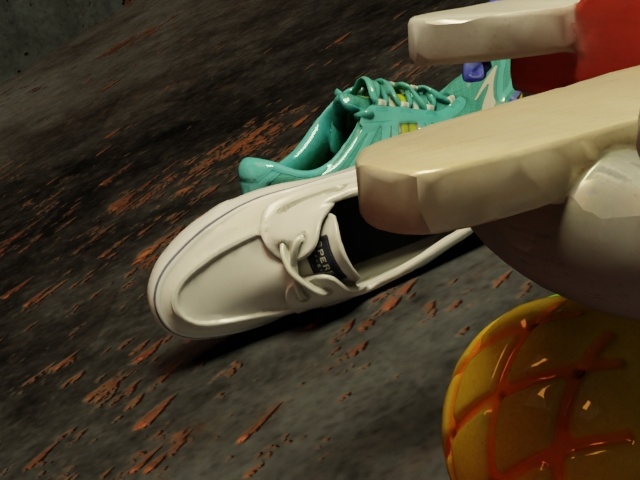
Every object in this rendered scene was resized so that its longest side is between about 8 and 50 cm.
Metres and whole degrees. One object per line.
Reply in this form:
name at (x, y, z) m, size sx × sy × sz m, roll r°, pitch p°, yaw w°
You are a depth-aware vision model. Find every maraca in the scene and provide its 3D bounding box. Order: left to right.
maraca at (0.117, 0.092, 0.582) m, size 0.127 × 0.099 × 0.186 m, roll -58°, pitch 34°, yaw 11°

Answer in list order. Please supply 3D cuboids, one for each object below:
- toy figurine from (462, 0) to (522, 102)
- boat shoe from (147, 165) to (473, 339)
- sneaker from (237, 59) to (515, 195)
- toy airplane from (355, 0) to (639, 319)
toy figurine at (0.227, -0.110, 0.916) m, size 0.362 × 0.217 × 0.191 m, roll 26°, pitch 20°, yaw 9°
boat shoe at (0.000, 0.000, 0.949) m, size 0.258 × 0.095 × 0.084 m, roll -27°, pitch 16°, yaw -2°
sneaker at (0.058, -0.079, 1.051) m, size 0.275 × 0.110 × 0.107 m, roll -33°, pitch 21°, yaw -22°
toy airplane at (0.223, -0.064, 0.614) m, size 0.386 × 0.273 × 0.384 m, roll -18°, pitch -1°, yaw 10°
